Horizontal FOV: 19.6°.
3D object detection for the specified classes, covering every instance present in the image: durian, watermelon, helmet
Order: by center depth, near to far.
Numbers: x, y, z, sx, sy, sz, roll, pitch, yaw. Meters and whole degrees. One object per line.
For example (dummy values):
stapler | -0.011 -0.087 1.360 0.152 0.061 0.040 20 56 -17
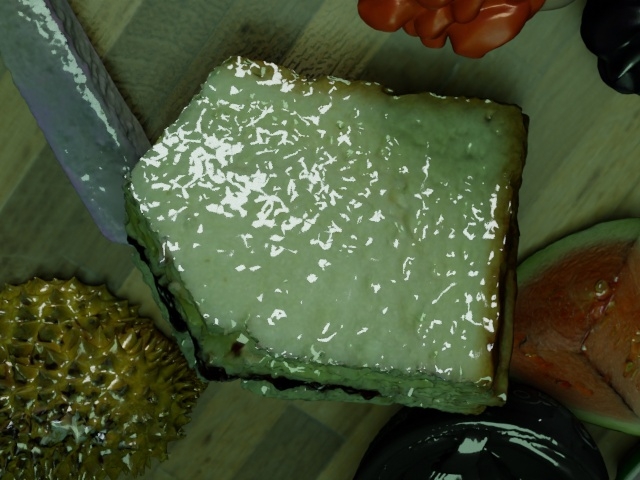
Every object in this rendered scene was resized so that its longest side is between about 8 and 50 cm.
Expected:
watermelon | 0.237 0.064 1.600 0.193 0.137 0.145 26 69 3
durian | -0.237 0.136 1.618 0.250 0.138 0.183 -10 117 11
helmet | 0.135 0.230 1.621 0.230 0.160 0.279 34 122 -9

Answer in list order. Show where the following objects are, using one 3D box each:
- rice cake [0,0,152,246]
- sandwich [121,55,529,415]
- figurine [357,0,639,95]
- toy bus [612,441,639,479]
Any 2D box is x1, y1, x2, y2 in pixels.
rice cake | -0.232 -0.163 1.546 0.070 0.064 0.399 -23 107 19
sandwich | 0.000 -0.001 1.500 0.325 0.131 0.262 8 68 -1
figurine | 0.227 -0.250 1.440 0.412 0.241 0.306 18 134 -23
toy bus | 0.404 0.171 1.602 0.179 0.143 0.305 38 107 -8
